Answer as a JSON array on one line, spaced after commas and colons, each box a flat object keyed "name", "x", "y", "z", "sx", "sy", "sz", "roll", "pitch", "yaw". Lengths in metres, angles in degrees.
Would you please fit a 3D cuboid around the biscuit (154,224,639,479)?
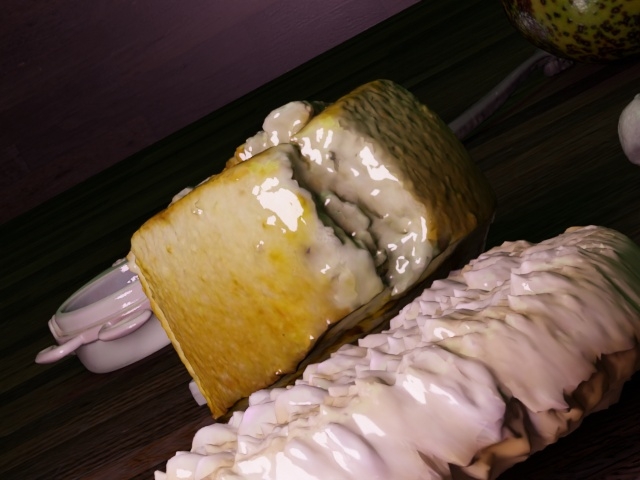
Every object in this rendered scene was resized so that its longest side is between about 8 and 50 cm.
[{"name": "biscuit", "x": 0.056, "y": 0.066, "z": 0.722, "sx": 0.281, "sy": 0.084, "sz": 0.179, "roll": -30, "pitch": 3, "yaw": -41}]

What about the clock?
[{"name": "clock", "x": -0.152, "y": 0.055, "z": 1.443, "sx": 0.151, "sy": 0.062, "sz": 0.191, "roll": -22, "pitch": 12, "yaw": 31}]

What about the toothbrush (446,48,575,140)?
[{"name": "toothbrush", "x": 0.142, "y": -0.113, "z": 1.575, "sx": 0.297, "sy": 0.031, "sz": 0.030, "roll": -37, "pitch": 22, "yaw": -35}]

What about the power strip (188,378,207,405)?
[{"name": "power strip", "x": -0.025, "y": 0.071, "z": 1.134, "sx": 0.136, "sy": 0.019, "sz": 0.051, "roll": -25, "pitch": 9, "yaw": 24}]

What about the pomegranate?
[{"name": "pomegranate", "x": 0.227, "y": -0.288, "z": 1.518, "sx": 0.204, "sy": 0.276, "sz": 0.222, "roll": -37, "pitch": -6, "yaw": -30}]

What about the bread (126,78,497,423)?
[{"name": "bread", "x": 0.000, "y": 0.000, "z": 0.925, "sx": 0.186, "sy": 0.124, "sz": 0.257, "roll": -31, "pitch": -9, "yaw": -18}]

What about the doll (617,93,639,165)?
[{"name": "doll", "x": 0.273, "y": -0.113, "z": 1.097, "sx": 0.214, "sy": 0.071, "sz": 0.103, "roll": -37, "pitch": 4, "yaw": -9}]
